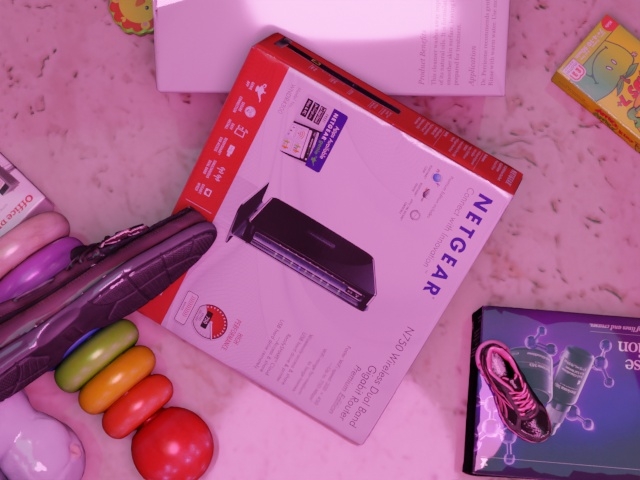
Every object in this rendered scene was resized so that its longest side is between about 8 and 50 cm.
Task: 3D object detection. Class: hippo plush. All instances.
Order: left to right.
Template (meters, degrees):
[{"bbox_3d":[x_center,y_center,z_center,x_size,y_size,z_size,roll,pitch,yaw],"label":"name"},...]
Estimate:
[{"bbox_3d":[-0.387,0.262,1.404,0.294,0.234,0.236,35,51,-9],"label":"hippo plush"}]

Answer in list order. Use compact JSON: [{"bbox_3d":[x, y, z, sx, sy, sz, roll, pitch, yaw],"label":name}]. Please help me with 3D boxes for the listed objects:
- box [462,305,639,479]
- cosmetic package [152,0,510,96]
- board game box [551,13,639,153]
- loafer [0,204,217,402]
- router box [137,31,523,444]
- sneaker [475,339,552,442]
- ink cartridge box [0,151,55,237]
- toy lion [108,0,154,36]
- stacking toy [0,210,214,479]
[{"bbox_3d":[0.294,0.174,1.446,0.261,0.103,0.184,4,83,1],"label":"box"},{"bbox_3d":[0.011,-0.272,1.456,0.385,0.156,0.217,3,105,1],"label":"cosmetic package"},{"bbox_3d":[0.367,-0.165,1.529,0.181,0.043,0.092,41,82,6],"label":"board game box"},{"bbox_3d":[-0.248,0.046,1.335,0.302,0.109,0.095,-36,73,-11],"label":"loafer"},{"bbox_3d":[0.000,0.000,1.400,0.301,0.082,0.335,30,114,5],"label":"router box"},{"bbox_3d":[0.200,0.156,1.369,0.047,0.057,0.119,-32,82,-5],"label":"sneaker"},{"bbox_3d":[-0.385,-0.054,1.501,0.135,0.056,0.099,42,82,7],"label":"ink cartridge box"},{"bbox_3d":[-0.194,-0.277,1.554,0.100,0.034,0.096,37,89,5],"label":"toy lion"},{"bbox_3d":[-0.240,0.133,1.438,0.141,0.141,0.330,-39,87,-6],"label":"stacking toy"}]
